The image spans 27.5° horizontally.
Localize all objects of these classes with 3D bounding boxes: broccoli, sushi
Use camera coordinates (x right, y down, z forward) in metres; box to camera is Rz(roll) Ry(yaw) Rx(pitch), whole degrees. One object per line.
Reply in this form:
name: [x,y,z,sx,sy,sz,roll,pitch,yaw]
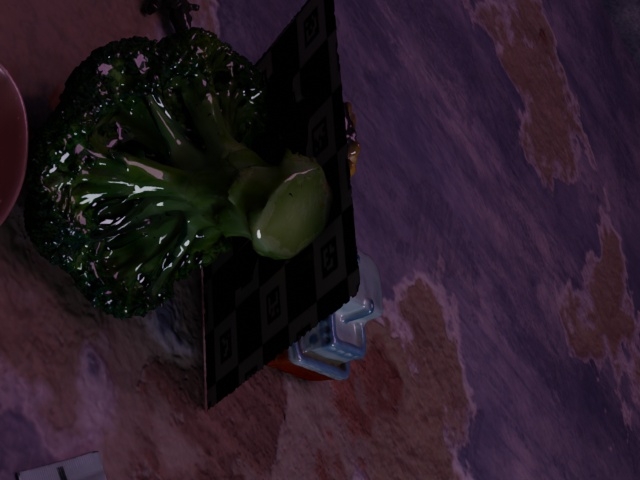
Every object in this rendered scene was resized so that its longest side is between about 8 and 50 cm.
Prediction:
broccoli: [-0.141,-0.057,1.251,0.297,0.297,0.298,-21,122,-38]
sushi: [-0.030,-0.036,1.358,0.064,0.359,0.343,8,63,-26]

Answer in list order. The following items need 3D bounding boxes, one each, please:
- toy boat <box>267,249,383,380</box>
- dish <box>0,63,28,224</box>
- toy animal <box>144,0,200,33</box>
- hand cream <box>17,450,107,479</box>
toy boat: [0.000,0.000,1.599,0.145,0.133,0.332,26,52,-50]
dish: [-0.351,-0.091,1.103,0.213,0.090,0.213,31,52,-49]
toy animal: [-0.183,-0.292,1.538,0.136,0.047,0.065,53,26,-20]
hand cream: [-0.185,0.351,1.181,0.109,0.067,0.321,-5,74,-59]
